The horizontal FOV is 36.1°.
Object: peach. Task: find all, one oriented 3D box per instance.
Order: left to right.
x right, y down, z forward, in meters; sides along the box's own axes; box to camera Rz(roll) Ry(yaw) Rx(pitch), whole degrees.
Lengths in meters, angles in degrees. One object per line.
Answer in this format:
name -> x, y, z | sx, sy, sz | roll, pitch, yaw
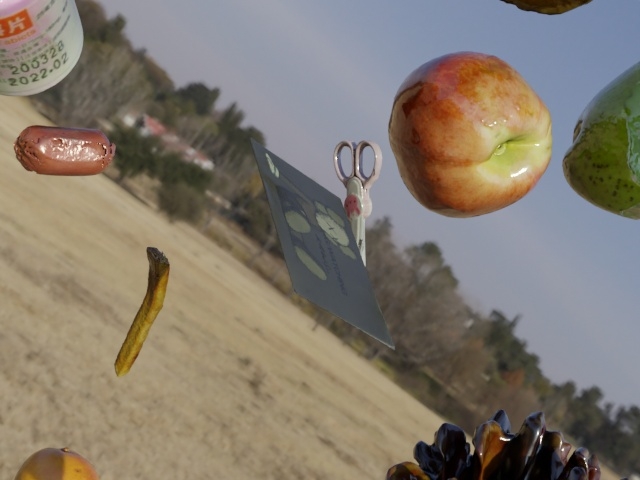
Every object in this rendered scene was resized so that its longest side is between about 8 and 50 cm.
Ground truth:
peach -> 0.198, -0.158, 1.385 | 0.232, 0.232, 0.257 | 37, 1, -37

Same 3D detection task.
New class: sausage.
sausage -> -0.358, -0.126, 1.388 | 0.141, 0.076, 0.076 | -3, 24, -36

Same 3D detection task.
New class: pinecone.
pinecone -> 0.234, 0.392, 1.136 | 0.398, 0.397, 0.398 | 36, -1, 1

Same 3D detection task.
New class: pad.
pad -> 0.000, 0.000, 0.849 | 0.127, 0.004, 0.190 | 32, 29, -40

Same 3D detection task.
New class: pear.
pear -> 0.533, -0.170, 1.613 | 0.176, 0.282, 0.286 | 49, 27, -78

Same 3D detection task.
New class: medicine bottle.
medicine bottle -> -0.502, -0.403, 1.512 | 0.219, 0.219, 0.388 | 36, -19, 9

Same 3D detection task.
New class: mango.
mango -> -0.367, 0.399, 1.391 | 0.112, 0.145, 0.219 | 24, 38, -53

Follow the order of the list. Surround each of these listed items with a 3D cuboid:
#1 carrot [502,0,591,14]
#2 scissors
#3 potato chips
carrot -> 0.267, -0.405, 1.168 | 0.241, 0.340, 0.241 | 27, -34, 20
scissors -> 0.069, -0.068, 1.854 | 0.030, 0.242, 0.118 | -8, 10, -41
potato chips -> -0.225, 0.092, 1.242 | 0.037, 0.204, 0.026 | -6, 42, -39
